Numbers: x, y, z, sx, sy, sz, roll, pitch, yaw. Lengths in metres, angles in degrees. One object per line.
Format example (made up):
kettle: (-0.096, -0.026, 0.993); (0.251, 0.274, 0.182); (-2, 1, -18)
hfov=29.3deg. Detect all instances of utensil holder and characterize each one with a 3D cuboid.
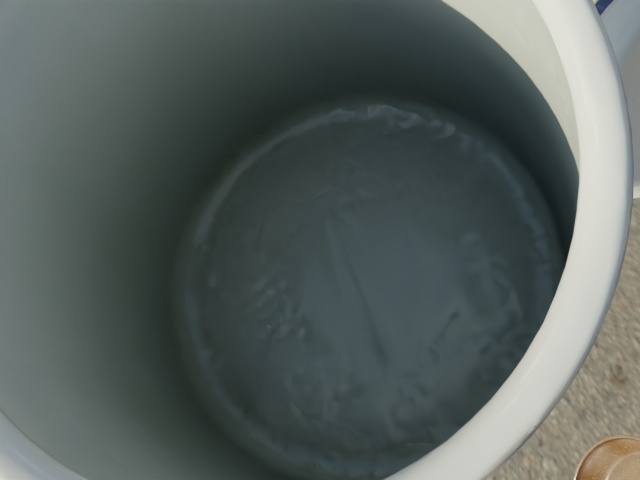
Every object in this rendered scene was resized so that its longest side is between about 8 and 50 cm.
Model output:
utensil holder: (0.000, 0.000, 0.684); (0.327, 0.385, 0.328); (-2, 80, 12)

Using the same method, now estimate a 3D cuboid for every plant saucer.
plant saucer: (0.370, 0.317, 1.393); (0.036, 0.198, 0.199); (-6, 103, -34)

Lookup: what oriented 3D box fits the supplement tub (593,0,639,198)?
supplement tub: (0.247, -0.207, 1.266); (0.235, 0.325, 0.235); (-19, 126, -29)
